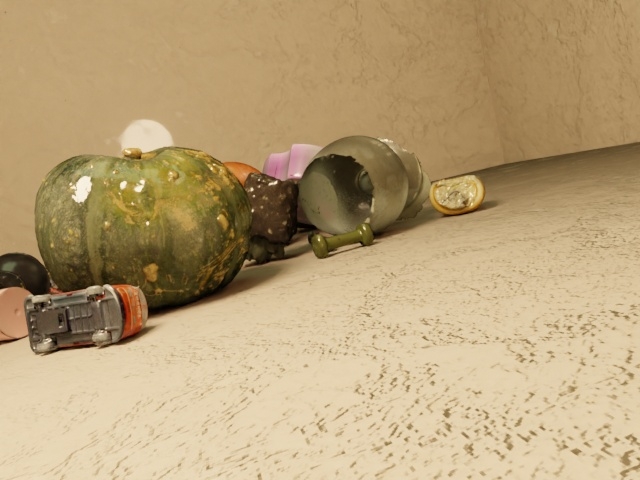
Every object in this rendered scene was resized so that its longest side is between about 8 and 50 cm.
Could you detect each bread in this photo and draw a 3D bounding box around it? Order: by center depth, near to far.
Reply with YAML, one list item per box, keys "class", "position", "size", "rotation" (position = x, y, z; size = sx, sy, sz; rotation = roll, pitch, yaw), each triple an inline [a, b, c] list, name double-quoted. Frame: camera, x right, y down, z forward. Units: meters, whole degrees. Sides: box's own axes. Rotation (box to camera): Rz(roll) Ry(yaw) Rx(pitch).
- class: "bread"
  position: [0.319, -0.107, 1.273]
  size: [0.119, 0.084, 0.177]
  rotation: [-9, 6, 21]

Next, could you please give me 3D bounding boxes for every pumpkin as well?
- class: "pumpkin"
  position: [-0.272, -0.021, 0.897]
  size: [0.328, 0.257, 0.291]
  rotation: [-7, 14, -9]

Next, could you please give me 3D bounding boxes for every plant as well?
- class: "plant"
  position: [-0.115, -0.041, 1.173]
  size: [0.132, 0.194, 0.129]
  rotation: [14, 13, 9]

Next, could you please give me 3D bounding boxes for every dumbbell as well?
- class: "dumbbell"
  position: [0.042, -0.001, 1.056]
  size: [0.118, 0.046, 0.052]
  rotation: [-15, 0, -19]

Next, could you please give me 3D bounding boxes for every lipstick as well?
- class: "lipstick"
  position: [-0.644, 0.146, 0.963]
  size: [0.327, 0.087, 0.087]
  rotation: [-11, 6, 20]

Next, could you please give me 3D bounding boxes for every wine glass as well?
- class: "wine glass"
  position: [0.100, -0.122, 1.249]
  size: [0.238, 0.237, 0.323]
  rotation: [-10, 10, 31]

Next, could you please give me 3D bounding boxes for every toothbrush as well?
- class: "toothbrush"
  position: [0.000, 0.000, 1.237]
  size: [0.031, 0.030, 0.297]
  rotation: [-4, 4, -7]

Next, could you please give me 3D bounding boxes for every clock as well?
- class: "clock"
  position: [-0.004, -0.143, 1.549]
  size: [0.339, 0.102, 0.338]
  rotation: [8, -18, 3]

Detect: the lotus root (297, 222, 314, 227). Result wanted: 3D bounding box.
- class: "lotus root"
  position: [0.006, -0.106, 1.835]
  size: [0.314, 0.142, 0.210]
  rotation: [-6, 45, 22]

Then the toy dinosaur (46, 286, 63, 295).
- class: "toy dinosaur"
  position: [-0.784, 0.109, 1.392]
  size: [0.167, 0.053, 0.242]
  rotation: [-15, -36, 41]

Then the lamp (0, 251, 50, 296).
- class: "lamp"
  position: [-0.730, 0.124, 1.256]
  size: [0.172, 0.147, 0.227]
  rotation: [-27, 14, -5]

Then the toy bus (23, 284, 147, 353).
- class: "toy bus"
  position: [-0.304, 0.099, 0.729]
  size: [0.174, 0.079, 0.077]
  rotation: [-10, -4, 24]

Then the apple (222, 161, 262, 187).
- class: "apple"
  position: [-0.232, -0.068, 1.424]
  size: [0.242, 0.242, 0.241]
  rotation: [-17, -8, -36]

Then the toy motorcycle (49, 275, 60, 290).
- class: "toy motorcycle"
  position: [-0.801, 0.130, 1.579]
  size: [0.152, 0.073, 0.225]
  rotation: [-15, 6, 3]
